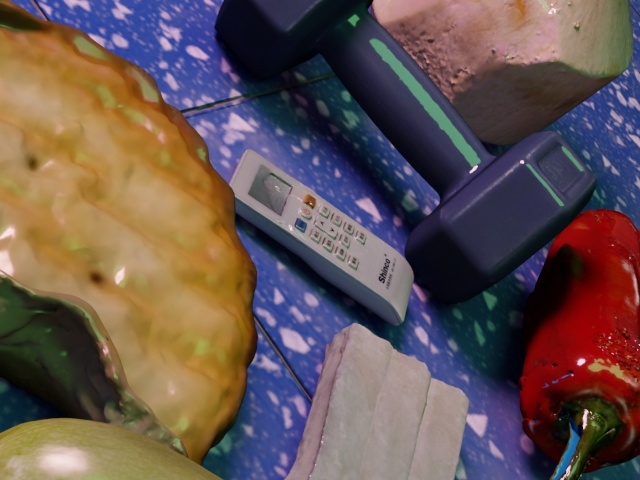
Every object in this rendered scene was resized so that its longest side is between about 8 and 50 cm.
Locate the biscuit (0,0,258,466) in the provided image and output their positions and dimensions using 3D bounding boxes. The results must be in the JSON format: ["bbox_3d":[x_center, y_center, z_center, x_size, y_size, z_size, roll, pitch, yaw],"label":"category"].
[{"bbox_3d":[-0.158,0.000,0.769,0.329,0.078,0.335,6,53,-49],"label":"biscuit"}]

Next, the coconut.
[{"bbox_3d":[0.165,-0.207,1.189,0.241,0.241,0.241,29,39,-27],"label":"coconut"}]

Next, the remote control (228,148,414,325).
[{"bbox_3d":[0.000,0.000,0.979,0.162,0.029,0.061,35,34,-11],"label":"remote control"}]

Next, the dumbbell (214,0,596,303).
[{"bbox_3d":[0.064,-0.109,1.056,0.143,0.156,0.316,-39,87,-26],"label":"dumbbell"}]

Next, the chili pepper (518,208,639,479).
[{"bbox_3d":[0.215,0.079,1.070,0.110,0.110,0.387,41,31,-12],"label":"chili pepper"}]

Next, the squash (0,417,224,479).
[{"bbox_3d":[-0.025,0.205,0.683,0.370,0.118,0.118,35,36,-25],"label":"squash"}]

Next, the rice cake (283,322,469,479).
[{"bbox_3d":[0.035,0.152,0.862,0.124,0.038,0.211,36,37,-19],"label":"rice cake"}]
